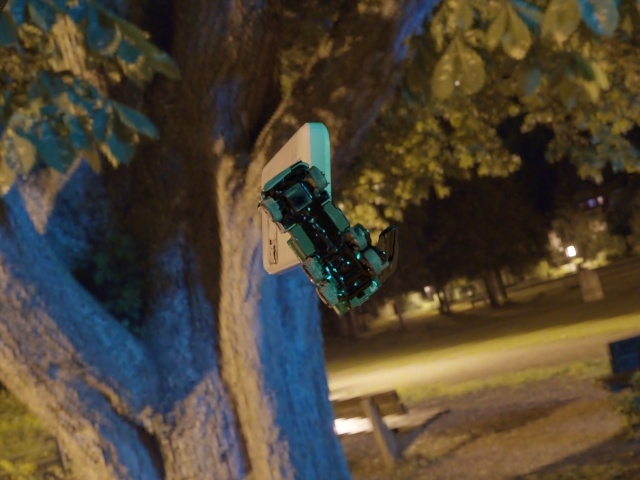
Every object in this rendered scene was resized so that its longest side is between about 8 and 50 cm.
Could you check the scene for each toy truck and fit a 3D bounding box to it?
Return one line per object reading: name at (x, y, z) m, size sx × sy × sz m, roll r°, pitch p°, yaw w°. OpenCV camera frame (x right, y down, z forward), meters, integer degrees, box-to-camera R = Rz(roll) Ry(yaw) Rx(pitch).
toy truck at (0.000, 0.000, 0.526) m, size 0.039 × 0.083 × 0.044 m, roll -36°, pitch 3°, yaw -12°

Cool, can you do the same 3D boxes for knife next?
knife at (0.071, 0.013, 1.074) m, size 0.031 × 0.018 × 0.121 m, roll -31°, pitch -24°, yaw -13°

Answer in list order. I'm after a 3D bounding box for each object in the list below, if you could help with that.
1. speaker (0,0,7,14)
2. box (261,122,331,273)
speaker at (-0.266, -0.225, 0.735) m, size 0.044 × 0.082 × 0.218 m, roll 25°, pitch -8°, yaw -8°
box at (-0.033, -0.039, 1.121) m, size 0.044 × 0.142 × 0.285 m, roll -2°, pitch -5°, yaw -12°
